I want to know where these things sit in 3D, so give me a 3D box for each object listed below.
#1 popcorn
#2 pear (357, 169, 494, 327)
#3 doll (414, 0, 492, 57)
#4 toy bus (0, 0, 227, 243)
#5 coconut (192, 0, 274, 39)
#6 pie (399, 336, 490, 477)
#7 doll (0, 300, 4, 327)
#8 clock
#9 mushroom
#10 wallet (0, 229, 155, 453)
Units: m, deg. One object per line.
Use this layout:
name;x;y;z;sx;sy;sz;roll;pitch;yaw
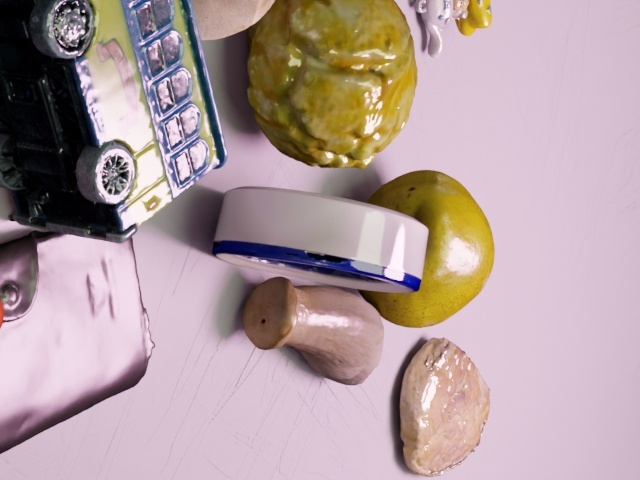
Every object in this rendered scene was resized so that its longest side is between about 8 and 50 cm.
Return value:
popcorn;0.011;-0.186;1.681;0.204;0.183;0.221;-33;125;-40
pear;0.122;0.011;1.888;0.198;0.198;0.198;-18;112;-53
doll;0.165;-0.319;1.983;0.113;0.071;0.135;-37;122;-23
toy bus;-0.216;-0.172;1.375;0.190;0.152;0.312;-41;130;-42
coconut;-0.112;-0.277;1.475;0.162;0.161;0.161;-99;-175;-72
pie;0.169;0.241;2.119;0.218;0.052;0.185;52;54;-50
doll;-0.338;0.002;1.231;0.161;0.130;0.290;-32;104;-46
clock;0.000;0.000;1.659;0.230;0.230;0.083;16;81;-56
mushroom;0.004;0.103;1.809;0.247;0.108;0.096;30;38;-56
wallet;-0.293;0.101;1.415;0.377;0.051;0.197;-24;115;-52
